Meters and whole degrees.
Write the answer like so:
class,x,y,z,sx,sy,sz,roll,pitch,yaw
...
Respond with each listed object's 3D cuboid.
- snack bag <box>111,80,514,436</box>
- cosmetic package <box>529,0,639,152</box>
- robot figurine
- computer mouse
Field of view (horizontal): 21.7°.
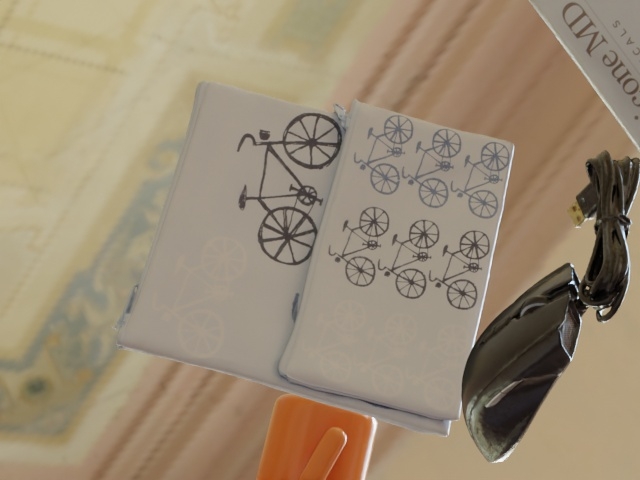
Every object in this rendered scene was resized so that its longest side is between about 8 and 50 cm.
class,x,y,z,sx,sy,sz,roll,pitch,yaw
snack bag,0.000,0.000,1.640,0.342,0.323,0.037,15,-25,1
cosmetic package,0.508,-0.310,1.885,0.393,0.329,0.327,-40,-10,34
robot figurine,-0.008,0.260,1.936,0.128,0.158,0.219,23,-105,-38
computer mouse,0.168,0.043,1.295,0.060,0.184,0.262,21,-41,-4
